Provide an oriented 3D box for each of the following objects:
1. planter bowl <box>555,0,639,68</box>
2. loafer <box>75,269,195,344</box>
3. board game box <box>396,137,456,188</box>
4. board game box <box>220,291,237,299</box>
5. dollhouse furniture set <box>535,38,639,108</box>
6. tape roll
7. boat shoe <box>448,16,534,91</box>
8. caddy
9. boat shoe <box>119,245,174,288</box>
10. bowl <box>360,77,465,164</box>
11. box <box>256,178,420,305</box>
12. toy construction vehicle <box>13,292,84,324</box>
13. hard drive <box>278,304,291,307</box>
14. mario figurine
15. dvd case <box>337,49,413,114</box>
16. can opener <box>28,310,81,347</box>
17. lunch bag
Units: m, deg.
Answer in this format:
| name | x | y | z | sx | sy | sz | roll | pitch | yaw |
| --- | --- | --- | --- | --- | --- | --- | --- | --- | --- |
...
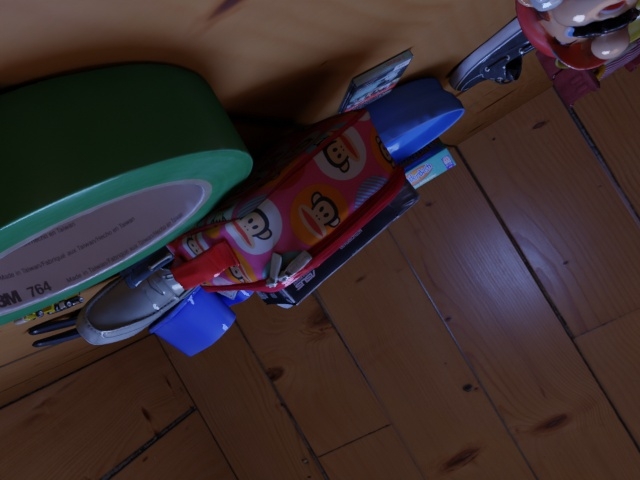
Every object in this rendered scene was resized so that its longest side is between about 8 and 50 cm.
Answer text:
| name | x | y | z | sx | sy | sz | roll | pitch | yaw |
| --- | --- | --- | --- | --- | --- | --- | --- | --- | --- |
| planter bowl | 0.464 | -0.376 | 0.929 | 0.217 | 0.090 | 0.217 | -21 | 171 | -4 |
| loafer | -0.304 | 0.078 | 1.072 | 0.111 | 0.112 | 0.319 | -44 | 178 | 42 |
| board game box | 0.187 | -0.177 | 1.255 | 0.160 | 0.047 | 0.210 | -31 | -153 | 12 |
| board game box | -0.152 | 0.018 | 1.153 | 0.194 | 0.060 | 0.194 | -59 | -178 | 43 |
| dollhouse furniture set | 0.613 | -0.424 | 1.131 | 0.201 | 0.152 | 0.374 | -30 | 177 | -8 |
| tape roll | -0.213 | -0.020 | 0.483 | 0.321 | 0.077 | 0.321 | -30 | 177 | -2 |
| boat shoe | 0.307 | -0.299 | 0.955 | 0.080 | 0.076 | 0.228 | -28 | 176 | -38 |
| caddy | -0.322 | 0.151 | 1.507 | 0.341 | 0.179 | 0.241 | -34 | -162 | 49 |
| boat shoe | -0.232 | 0.016 | 0.919 | 0.095 | 0.079 | 0.254 | -32 | 177 | 18 |
| bowl | 0.064 | -0.154 | 1.026 | 0.391 | 0.077 | 0.391 | -30 | 178 | -1 |
| box | 0.000 | 0.000 | 0.945 | 0.242 | 0.076 | 0.307 | -40 | -176 | -15 |
| toy construction vehicle | -0.425 | 0.098 | 0.910 | 0.086 | 0.035 | 0.098 | -19 | -179 | 29 |
| hard drive | -0.021 | 0.019 | 1.190 | 0.255 | 0.054 | 0.172 | -45 | -147 | -7 |
| mario figurine | 0.286 | -0.246 | 0.531 | 0.320 | 0.198 | 0.170 | 67 | 42 | -81 |
| dvd case | 0.071 | -0.207 | 0.778 | 0.087 | 0.013 | 0.119 | -30 | 179 | -9 |
| can opener | -0.505 | 0.178 | 1.177 | 0.073 | 0.059 | 0.186 | -31 | 178 | 24 |
| lunch bag | -0.066 | -0.030 | 0.696 | 0.258 | 0.120 | 0.293 | -42 | -164 | -26 |
